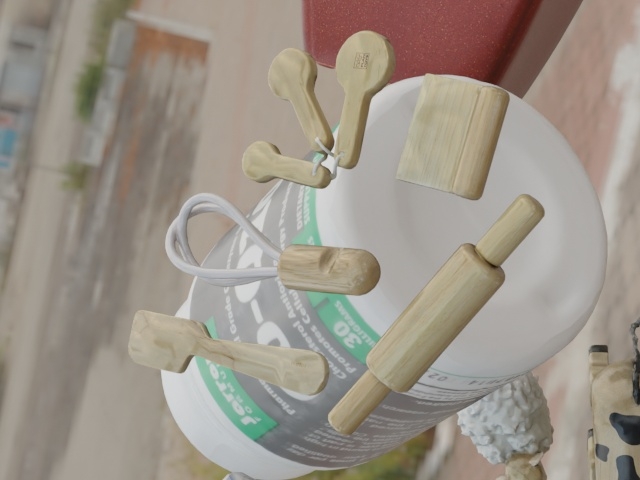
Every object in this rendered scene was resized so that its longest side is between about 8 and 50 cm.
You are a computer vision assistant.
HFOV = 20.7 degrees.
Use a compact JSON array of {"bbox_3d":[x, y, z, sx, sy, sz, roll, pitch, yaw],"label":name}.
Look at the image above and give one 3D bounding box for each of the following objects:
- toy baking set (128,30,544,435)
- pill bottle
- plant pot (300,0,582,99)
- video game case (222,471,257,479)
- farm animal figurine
[{"bbox_3d":[0.005,0.003,0.958,0.197,0.030,0.256,46,107,34],"label":"toy baking set"},{"bbox_3d":[0.026,0.046,1.236,0.361,0.204,0.204,138,144,-58],"label":"pill bottle"},{"bbox_3d":[0.119,-0.257,1.668,0.267,0.267,0.235,-11,-62,-73],"label":"plant pot"},{"bbox_3d":[-0.074,0.238,0.502,0.329,0.036,0.300,-59,11,-4],"label":"video game case"},{"bbox_3d":[0.324,0.242,1.661,0.172,0.330,0.326,-73,-35,-65],"label":"farm animal figurine"}]
